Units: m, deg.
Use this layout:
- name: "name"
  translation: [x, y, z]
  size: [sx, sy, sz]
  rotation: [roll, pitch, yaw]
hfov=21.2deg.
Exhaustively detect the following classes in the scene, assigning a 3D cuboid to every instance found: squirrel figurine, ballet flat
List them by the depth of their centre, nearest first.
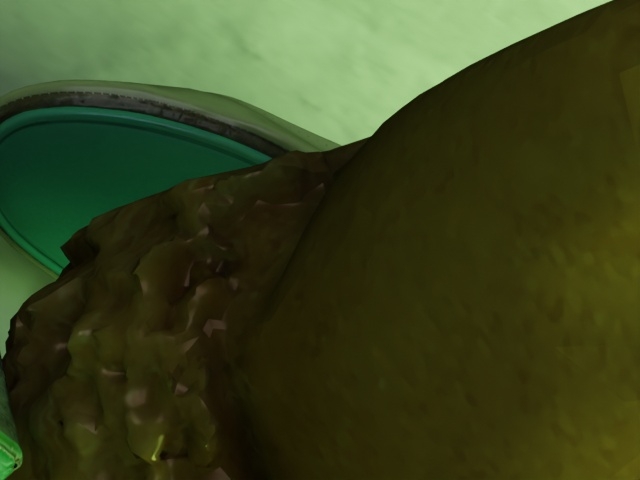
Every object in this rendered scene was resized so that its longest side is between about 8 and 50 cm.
- name: "squirrel figurine"
  translation: [0.096, 0.140, 0.432]
  size: [0.397, 0.281, 0.370]
  rotation: [-16, 87, 8]
- name: "ballet flat"
  translation: [0.000, 0.000, 0.595]
  size: [0.248, 0.086, 0.086]
  rotation: [21, 50, -10]

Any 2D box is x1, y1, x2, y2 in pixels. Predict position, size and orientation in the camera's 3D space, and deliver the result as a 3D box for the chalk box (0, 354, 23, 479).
- name: "chalk box"
  translation: [-0.165, 0.018, 0.395]
  size: [0.132, 0.132, 0.213]
  rotation: [48, 12, -38]
